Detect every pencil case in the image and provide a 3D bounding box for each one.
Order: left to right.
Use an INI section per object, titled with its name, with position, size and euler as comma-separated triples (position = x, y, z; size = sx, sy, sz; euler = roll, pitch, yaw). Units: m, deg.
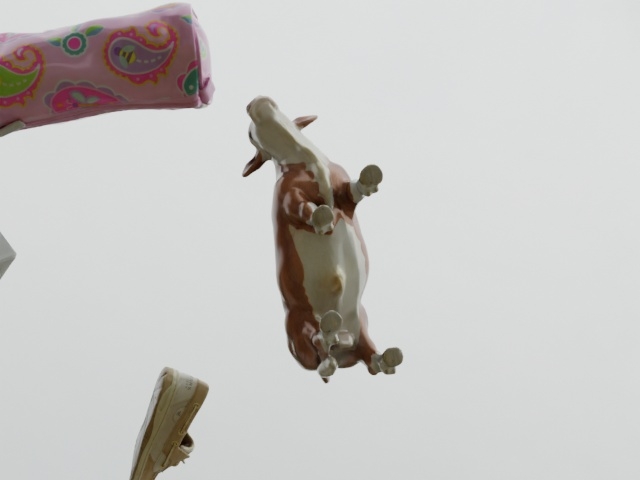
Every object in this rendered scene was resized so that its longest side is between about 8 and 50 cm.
[pencil case]
position = -0.255, -0.172, 1.215
size = 0.284, 0.124, 0.124
euler = -10, -45, -1

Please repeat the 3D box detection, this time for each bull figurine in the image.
[bull figurine]
position = 0.000, 0.000, 1.179
size = 0.101, 0.188, 0.310
euler = -14, -80, -16

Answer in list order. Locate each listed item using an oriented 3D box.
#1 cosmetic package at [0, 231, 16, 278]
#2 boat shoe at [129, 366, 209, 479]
[cosmetic package]
position = -0.475, 0.059, 1.197
size = 0.138, 0.225, 0.224
euler = 52, -52, 11
[boat shoe]
position = -0.160, 0.211, 1.218
size = 0.059, 0.063, 0.170
euler = 15, -60, -13
